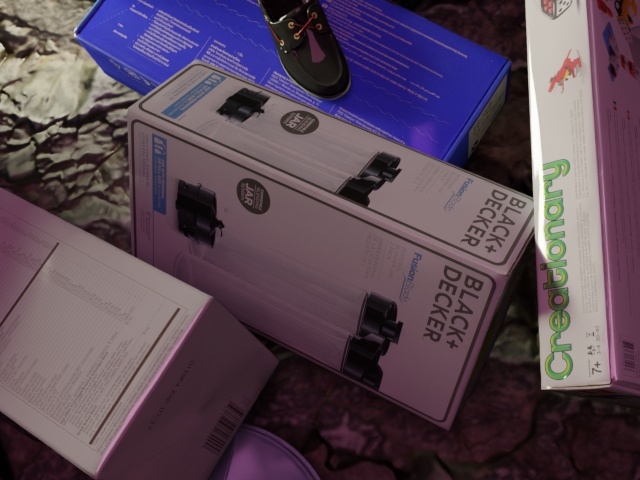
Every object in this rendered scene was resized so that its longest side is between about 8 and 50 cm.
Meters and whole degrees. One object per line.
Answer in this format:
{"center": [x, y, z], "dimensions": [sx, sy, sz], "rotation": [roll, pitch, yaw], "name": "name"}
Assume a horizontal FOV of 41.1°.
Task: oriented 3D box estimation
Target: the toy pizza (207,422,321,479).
{"center": [-0.083, 0.239, 0.651], "dimensions": [0.201, 0.032, 0.201], "rotation": [-4, 65, 9], "name": "toy pizza"}

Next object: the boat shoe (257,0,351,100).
{"center": [-0.018, -0.171, 0.688], "dimensions": [0.049, 0.042, 0.133], "rotation": [-26, 71, -2], "name": "boat shoe"}

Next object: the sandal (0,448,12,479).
{"center": [-0.308, 0.250, 0.652], "dimensions": [0.168, 0.107, 0.445], "rotation": [-36, 70, -2], "name": "sandal"}

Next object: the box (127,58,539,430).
{"center": [0.000, 0.000, 0.636], "dimensions": [0.290, 0.169, 0.087], "rotation": [25, 44, 15], "name": "box"}

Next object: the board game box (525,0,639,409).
{"center": [0.222, -0.036, 0.608], "dimensions": [0.053, 0.193, 0.305], "rotation": [-14, 66, 43], "name": "board game box"}

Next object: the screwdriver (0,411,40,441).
{"center": [-0.295, 0.124, 0.741], "dimensions": [0.170, 0.025, 0.024], "rotation": [28, 80, 26], "name": "screwdriver"}

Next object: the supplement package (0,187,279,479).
{"center": [-0.181, 0.075, 0.643], "dimensions": [0.244, 0.134, 0.139], "rotation": [25, 74, 28], "name": "supplement package"}

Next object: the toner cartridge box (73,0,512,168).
{"center": [-0.028, -0.151, 0.745], "dimensions": [0.348, 0.075, 0.165], "rotation": [32, 79, 17], "name": "toner cartridge box"}
